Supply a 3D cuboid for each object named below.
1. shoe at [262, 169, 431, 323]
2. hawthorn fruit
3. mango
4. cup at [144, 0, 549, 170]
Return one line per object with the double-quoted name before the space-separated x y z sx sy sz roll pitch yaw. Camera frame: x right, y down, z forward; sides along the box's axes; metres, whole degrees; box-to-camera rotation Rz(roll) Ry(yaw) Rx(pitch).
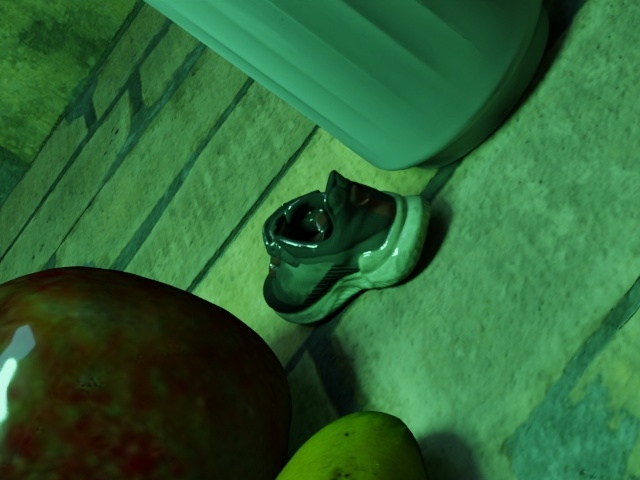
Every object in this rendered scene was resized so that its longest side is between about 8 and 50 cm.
"shoe" 0.000 0.000 1.108 0.227 0.112 0.099 -25 40 48
"hawthorn fruit" -0.189 0.169 1.026 0.308 0.324 0.308 -177 90 -74
"mango" 0.013 0.209 0.813 0.151 0.120 0.221 -44 20 20
"cup" 0.038 -0.265 1.099 0.236 0.326 0.323 -9 52 61
